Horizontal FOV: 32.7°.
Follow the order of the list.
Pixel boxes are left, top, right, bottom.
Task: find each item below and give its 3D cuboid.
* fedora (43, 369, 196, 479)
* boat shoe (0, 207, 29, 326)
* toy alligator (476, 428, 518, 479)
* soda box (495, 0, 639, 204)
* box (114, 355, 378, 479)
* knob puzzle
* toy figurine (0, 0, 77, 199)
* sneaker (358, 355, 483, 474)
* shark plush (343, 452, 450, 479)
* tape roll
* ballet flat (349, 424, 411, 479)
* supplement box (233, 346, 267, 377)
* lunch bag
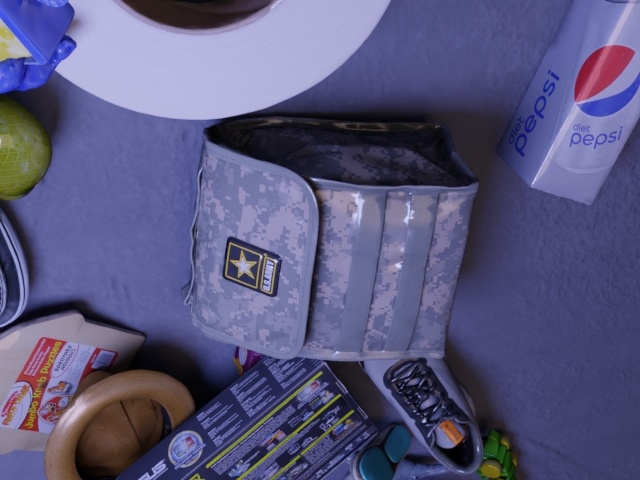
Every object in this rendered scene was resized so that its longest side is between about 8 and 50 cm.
[{"bbox_3d":[-0.234,0.208,1.227,0.194,0.079,0.194,-21,132,-25],"label":"fedora"},{"bbox_3d":[-0.384,-0.027,1.035,0.121,0.119,0.335,-28,124,-3],"label":"boat shoe"},{"bbox_3d":[0.244,0.325,1.509,0.051,0.056,0.190,-1,133,31],"label":"toy alligator"},{"bbox_3d":[0.309,-0.189,1.202,0.091,0.098,0.286,14,114,-26],"label":"soda box"},{"bbox_3d":[-0.078,0.252,1.284,0.270,0.060,0.216,-40,143,-4],"label":"box"},{"bbox_3d":[-0.316,0.152,1.204,0.213,0.030,0.213,-20,132,-25],"label":"knob puzzle"},{"bbox_3d":[-0.281,-0.148,0.883,0.217,0.191,0.363,-12,136,24],"label":"toy figurine"},{"bbox_3d":[0.133,0.189,1.354,0.100,0.108,0.271,-35,123,4],"label":"sneaker"},{"bbox_3d":[0.095,0.324,1.441,0.161,0.067,0.073,1,118,-20],"label":"shark plush"},{"bbox_3d":[-0.109,-0.293,0.969,0.391,0.072,0.392,-4,125,-6],"label":"tape roll"},{"bbox_3d":[0.067,0.281,1.365,0.052,0.168,0.057,-34,84,25],"label":"ballet flat"},{"bbox_3d":[-0.068,0.122,1.274,0.043,0.055,0.083,6,116,-23],"label":"supplement box"},{"bbox_3d":[0.000,0.000,1.164,0.286,0.169,0.235,1,122,-11],"label":"lunch bag"}]
